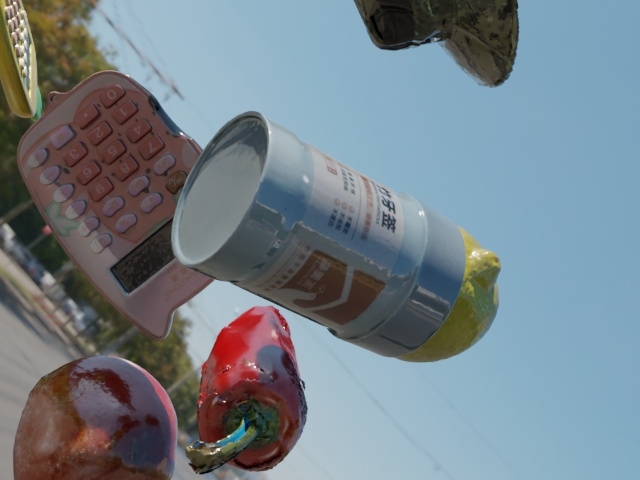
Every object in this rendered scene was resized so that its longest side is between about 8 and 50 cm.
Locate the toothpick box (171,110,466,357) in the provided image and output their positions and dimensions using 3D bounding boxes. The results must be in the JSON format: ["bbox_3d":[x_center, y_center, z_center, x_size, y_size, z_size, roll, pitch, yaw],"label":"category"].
[{"bbox_3d":[0.000,0.000,0.650,0.153,0.101,0.101,26,0,-30],"label":"toothpick box"}]

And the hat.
[{"bbox_3d":[0.091,-0.257,1.052,0.265,0.128,0.266,165,-90,-86],"label":"hat"}]

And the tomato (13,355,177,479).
[{"bbox_3d":[-0.260,0.258,1.315,0.139,0.233,0.200,-5,-17,45],"label":"tomato"}]

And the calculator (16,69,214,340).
[{"bbox_3d":[-0.233,-0.054,1.335,0.330,0.220,0.048,53,13,0],"label":"calculator"}]

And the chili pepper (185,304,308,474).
[{"bbox_3d":[-0.065,0.141,1.071,0.110,0.110,0.387,52,8,-11],"label":"chili pepper"}]

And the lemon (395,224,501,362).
[{"bbox_3d":[0.126,0.070,1.405,0.248,0.184,0.184,-20,-66,42],"label":"lemon"}]

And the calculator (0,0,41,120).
[{"bbox_3d":[-0.379,-0.238,1.329,0.235,0.032,0.146,92,-10,-54],"label":"calculator"}]
